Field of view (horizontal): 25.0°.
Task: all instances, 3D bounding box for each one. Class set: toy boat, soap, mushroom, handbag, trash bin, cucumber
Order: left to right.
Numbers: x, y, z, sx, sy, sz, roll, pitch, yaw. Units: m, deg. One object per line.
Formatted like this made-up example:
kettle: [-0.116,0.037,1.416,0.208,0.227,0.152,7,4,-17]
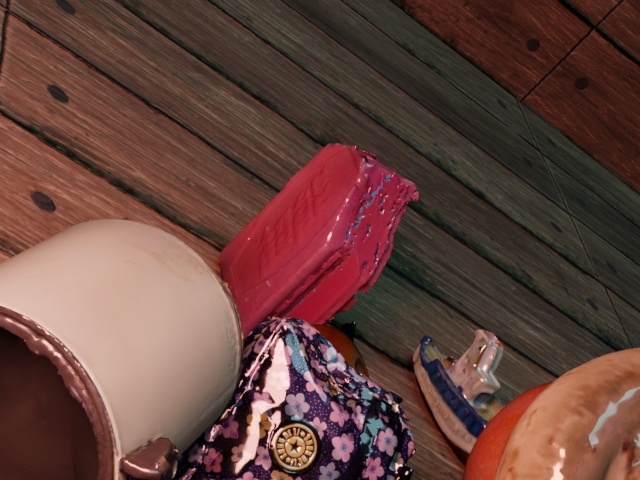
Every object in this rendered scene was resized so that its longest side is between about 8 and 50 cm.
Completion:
trash bin: [-0.206,0.115,1.138,0.277,0.217,0.262,21,19,12]
handbag: [-0.024,0.204,1.327,0.208,0.229,0.127,36,-16,-13]
soap: [0.000,0.000,1.663,0.099,0.250,0.162,32,23,-32]
cucumber: [0.020,0.147,1.728,0.184,0.033,0.036,-67,135,-67]
toy boat: [0.209,0.205,1.841,0.114,0.115,0.262,19,33,-47]
mushroom: [0.333,0.263,1.291,0.362,0.362,0.294,50,-20,13]

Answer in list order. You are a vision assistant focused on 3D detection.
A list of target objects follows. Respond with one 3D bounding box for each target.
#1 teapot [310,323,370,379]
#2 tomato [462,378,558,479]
teapot: [-0.010,0.180,1.511,0.252,0.135,0.178,30,54,-77]
tomato: [0.302,0.327,1.595,0.341,0.273,0.341,25,32,-17]
